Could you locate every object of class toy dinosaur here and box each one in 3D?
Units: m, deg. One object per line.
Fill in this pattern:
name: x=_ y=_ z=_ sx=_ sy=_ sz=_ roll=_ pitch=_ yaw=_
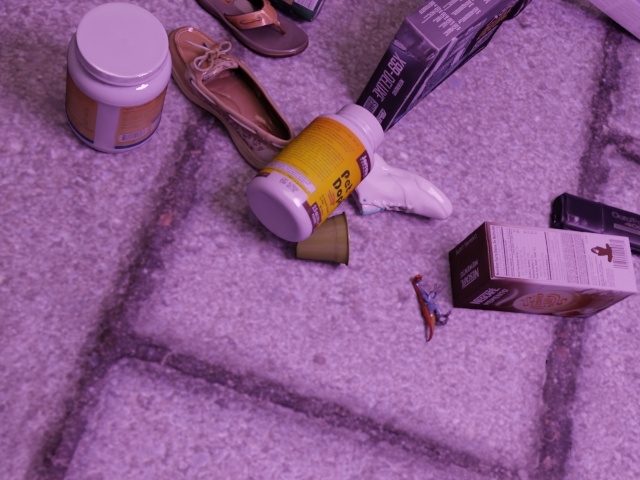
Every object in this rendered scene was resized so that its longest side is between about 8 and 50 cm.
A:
toy dinosaur: x=0.165 y=0.094 z=1.342 sx=0.082 sy=0.047 sz=0.090 roll=37 pitch=71 yaw=22

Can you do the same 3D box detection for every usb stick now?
usb stick: x=0.529 y=-0.017 z=1.502 sx=0.277 sy=0.045 sz=0.077 roll=15 pitch=57 yaw=-11

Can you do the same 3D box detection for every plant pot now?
plant pot: x=0.000 y=0.000 z=1.315 sx=0.079 sy=0.083 sz=0.083 roll=-4 pitch=68 yaw=-5

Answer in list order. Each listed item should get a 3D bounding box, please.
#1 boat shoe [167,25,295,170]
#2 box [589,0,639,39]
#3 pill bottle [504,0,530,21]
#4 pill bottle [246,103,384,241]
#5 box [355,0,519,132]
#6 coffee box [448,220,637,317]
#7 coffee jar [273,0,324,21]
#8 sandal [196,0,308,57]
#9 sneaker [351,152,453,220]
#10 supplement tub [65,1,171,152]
boat shoe: x=-0.136 y=-0.238 z=1.363 sx=0.104 sy=0.089 sz=0.285 roll=-39 pitch=83 yaw=-28
box: x=0.562 y=-0.462 z=1.633 sx=0.324 sy=0.067 sz=0.063 roll=22 pitch=61 yaw=-31
pill bottle: x=0.361 y=-0.500 z=1.606 sx=0.123 sy=0.123 sz=0.219 roll=40 pitch=49 yaw=2
pill bottle: x=-0.001 y=-0.106 z=1.283 sx=0.117 sy=0.117 sz=0.215 roll=41 pitch=64 yaw=3
box: x=0.214 y=-0.342 z=1.434 sx=0.076 sy=0.242 sz=0.307 roll=45 pitch=61 yaw=5
coffee box: x=0.343 y=0.049 z=1.360 sx=0.246 sy=0.141 sz=0.098 roll=5 pitch=66 yaw=-14
coffee jar: x=-0.074 y=-0.449 z=1.473 sx=0.184 sy=0.079 sz=0.096 roll=29 pitch=29 yaw=-4
sandal: x=-0.116 y=-0.383 z=1.450 sx=0.219 sy=0.060 sz=0.090 roll=40 pitch=62 yaw=2
sneaker: x=0.104 y=-0.072 z=1.384 sx=0.212 sy=0.080 sz=0.094 roll=29 pitch=73 yaw=4
supplement tub: x=-0.291 y=-0.231 z=1.249 sx=0.144 sy=0.200 sz=0.144 roll=7 pitch=65 yaw=-15
